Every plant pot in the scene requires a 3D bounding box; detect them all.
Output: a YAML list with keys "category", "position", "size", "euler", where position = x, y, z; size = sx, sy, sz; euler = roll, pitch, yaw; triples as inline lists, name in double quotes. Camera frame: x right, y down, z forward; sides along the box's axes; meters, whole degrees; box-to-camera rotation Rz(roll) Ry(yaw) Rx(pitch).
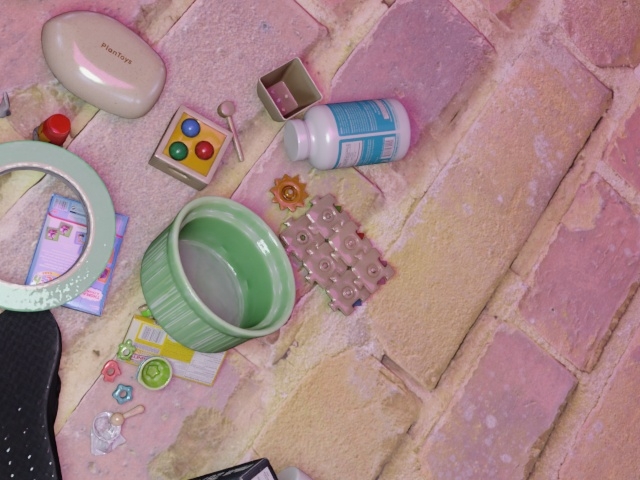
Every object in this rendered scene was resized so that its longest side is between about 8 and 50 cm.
- category: "plant pot"
  position: [-0.079, -0.321, 1.997]
  size: [0.109, 0.096, 0.109]
  euler: [-33, 93, -21]

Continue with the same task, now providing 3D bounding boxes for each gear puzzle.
- category: "gear puzzle"
  position: [0.000, 0.000, 2.012]
  size: [0.175, 0.044, 0.339]
  euler: [-41, 94, -19]

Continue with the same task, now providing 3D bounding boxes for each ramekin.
- category: "ramekin"
  position: [-0.209, 0.076, 1.801]
  size: [0.303, 0.148, 0.303]
  euler: [29, 44, -33]

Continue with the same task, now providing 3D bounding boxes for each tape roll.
- category: "tape roll"
  position: [-0.553, -0.026, 1.713]
  size: [0.321, 0.077, 0.321]
  euler: [0, 89, -21]

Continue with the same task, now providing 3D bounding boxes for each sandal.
- category: "sandal"
  position: [-0.558, 0.326, 1.685]
  size: [0.167, 0.107, 0.446]
  euler: [-8, 61, -4]

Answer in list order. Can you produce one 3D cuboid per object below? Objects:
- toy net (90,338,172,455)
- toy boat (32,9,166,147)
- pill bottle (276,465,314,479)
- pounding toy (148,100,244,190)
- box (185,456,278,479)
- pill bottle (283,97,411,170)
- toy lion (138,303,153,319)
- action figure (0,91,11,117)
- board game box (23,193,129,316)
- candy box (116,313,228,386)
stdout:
- category: "toy net"
  position: [-0.396, 0.319, 1.787]
  size: [0.122, 0.045, 0.232]
  euler: [34, 81, -26]
- category: "toy boat"
  position: [-0.479, -0.309, 1.835]
  size: [0.267, 0.148, 0.318]
  euler: [36, 64, -17]
- category: "pill bottle"
  position: [0.035, 0.634, 1.838]
  size: [0.361, 0.204, 0.204]
  euler: [41, 71, -11]
- category: "pounding toy"
  position: [-0.234, -0.217, 1.924]
  size: [0.181, 0.094, 0.206]
  euler: [28, 74, -14]
- category: "box"
  position: [-0.143, 0.630, 1.717]
  size: [0.097, 0.318, 0.395]
  euler: [-29, 94, -51]
- category: "pill bottle"
  position: [0.056, -0.235, 2.008]
  size: [0.264, 0.146, 0.146]
  euler: [-8, 85, -22]
- category: "toy lion"
  position: [-0.310, 0.128, 1.855]
  size: [0.100, 0.096, 0.034]
  euler: [-13, 104, 18]
- category: "action figure"
  position: [-0.755, -0.238, 1.695]
  size: [0.330, 0.178, 0.341]
  euler: [-13, 62, -17]
- category: "board game box"
  position: [-0.492, 0.031, 1.820]
  size: [0.160, 0.039, 0.211]
  euler: [18, 76, -17]
- category: "candy box"
  position: [-0.299, 0.225, 1.842]
  size: [0.206, 0.027, 0.105]
  euler: [20, 114, -17]
